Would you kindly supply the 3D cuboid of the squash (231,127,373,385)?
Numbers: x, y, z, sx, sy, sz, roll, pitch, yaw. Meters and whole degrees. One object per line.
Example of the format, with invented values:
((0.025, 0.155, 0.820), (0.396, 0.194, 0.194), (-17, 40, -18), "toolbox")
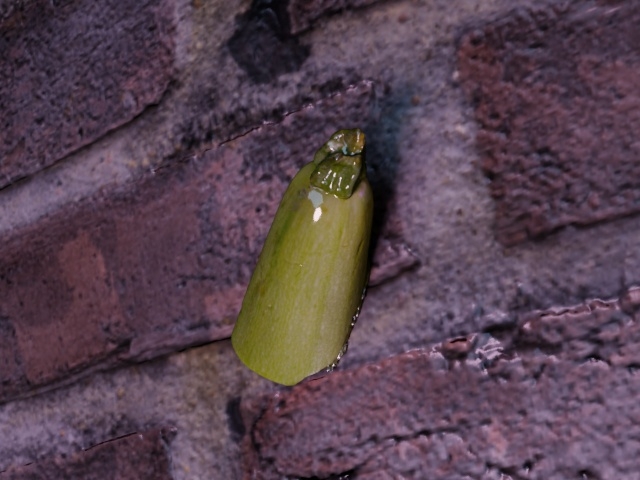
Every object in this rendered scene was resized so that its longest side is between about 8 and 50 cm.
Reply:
((0.002, 0.001, 0.890), (0.090, 0.075, 0.200), (61, 138, 46), "squash")
